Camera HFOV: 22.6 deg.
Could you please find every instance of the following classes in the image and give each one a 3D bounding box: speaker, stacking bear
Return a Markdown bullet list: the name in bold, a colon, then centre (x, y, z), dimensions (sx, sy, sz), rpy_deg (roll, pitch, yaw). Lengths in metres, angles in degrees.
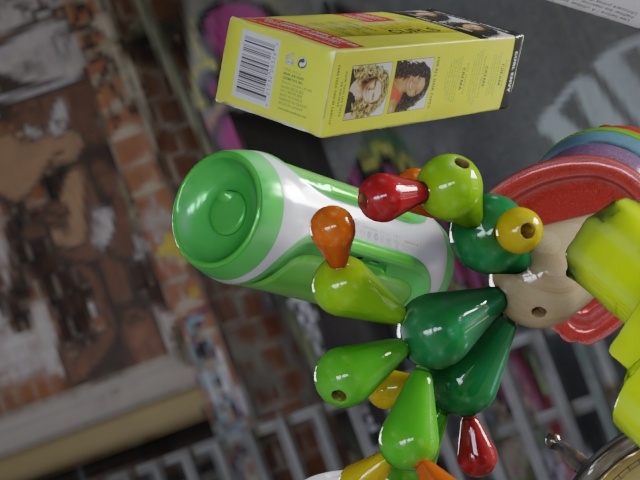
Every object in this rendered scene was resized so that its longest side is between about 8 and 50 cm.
- **speaker**: centre (0.000, 0.000, 1.512), dimensions (0.131, 0.131, 0.296), rpy_deg (-23, -25, 33)
- **stacking bear**: centre (0.284, -0.041, 1.605), dimensions (0.164, 0.175, 0.289), rpy_deg (-41, 1, 24)

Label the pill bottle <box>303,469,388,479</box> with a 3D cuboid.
- **pill bottle**: centre (0.028, 0.361, 1.652), dimensions (0.124, 0.221, 0.124), rpy_deg (-1, 19, 0)

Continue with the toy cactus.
- **toy cactus**: centre (0.080, 0.035, 0.766), dimensions (0.180, 0.219, 0.112), rpy_deg (-25, 40, -26)

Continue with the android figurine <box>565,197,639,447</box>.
- **android figurine**: centre (0.220, 0.081, 0.616), dimensions (0.248, 0.273, 0.056), rpy_deg (3, -55, -50)

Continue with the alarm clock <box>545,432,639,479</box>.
- **alarm clock**: centre (0.184, 0.143, 0.678), dimensions (0.192, 0.129, 0.064), rpy_deg (2, -21, 24)

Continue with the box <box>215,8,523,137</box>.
- **box**: centre (0.038, -0.113, 1.043), dimensions (0.087, 0.058, 0.232), rpy_deg (22, 21, 32)

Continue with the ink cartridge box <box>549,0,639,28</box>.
- **ink cartridge box**: centre (0.192, -0.288, 1.285), dimensions (0.235, 0.193, 0.088), rpy_deg (14, -34, -20)
